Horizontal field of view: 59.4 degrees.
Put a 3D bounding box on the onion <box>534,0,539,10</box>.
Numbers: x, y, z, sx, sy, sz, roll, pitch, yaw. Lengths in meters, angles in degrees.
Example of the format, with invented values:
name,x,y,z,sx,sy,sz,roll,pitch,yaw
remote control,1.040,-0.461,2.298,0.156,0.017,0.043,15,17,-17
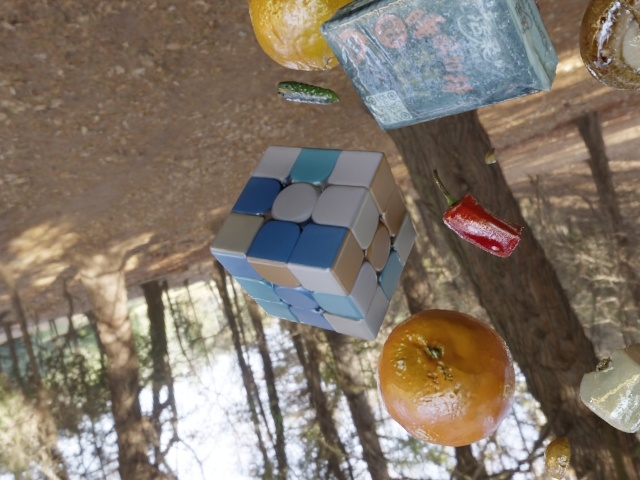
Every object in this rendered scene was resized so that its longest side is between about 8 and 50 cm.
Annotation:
name,x,y,z,sx,sy,sz,roll,pitch,yaw
onion,0.513,-0.641,1.454,0.218,0.195,0.140,26,170,-28

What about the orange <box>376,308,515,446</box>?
name,x,y,z,sx,sy,sz,roll,pitch,yaw
orange,0.366,0.401,1.695,0.424,0.423,0.326,-17,141,19

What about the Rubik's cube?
name,x,y,z,sx,sy,sz,roll,pitch,yaw
Rubik's cube,0.000,0.000,1.411,0.347,0.346,0.344,7,148,30

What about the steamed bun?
name,x,y,z,sx,sy,sz,roll,pitch,yaw
steamed bun,0.806,0.376,1.516,0.170,0.225,0.200,24,-161,2

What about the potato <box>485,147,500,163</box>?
name,x,y,z,sx,sy,sz,roll,pitch,yaw
potato,0.506,-0.253,1.664,0.037,0.036,0.093,-10,-165,29

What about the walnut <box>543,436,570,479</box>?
name,x,y,z,sx,sy,sz,roll,pitch,yaw
walnut,0.654,0.605,1.566,0.052,0.121,0.091,11,-179,4

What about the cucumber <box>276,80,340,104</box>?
name,x,y,z,sx,sy,sz,roll,pitch,yaw
cucumber,-0.039,-0.486,1.856,0.228,0.069,0.069,14,-172,16

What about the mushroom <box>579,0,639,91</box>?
name,x,y,z,sx,sy,sz,roll,pitch,yaw
mushroom,0.767,-0.513,1.266,0.345,0.239,0.345,4,152,2

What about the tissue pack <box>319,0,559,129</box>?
name,x,y,z,sx,sy,sz,roll,pitch,yaw
tissue pack,0.178,-0.305,0.889,0.316,0.228,0.103,-4,-136,46

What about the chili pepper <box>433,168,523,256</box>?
name,x,y,z,sx,sy,sz,roll,pitch,yaw
chili pepper,0.463,-0.072,1.780,0.131,0.338,0.134,-61,174,34

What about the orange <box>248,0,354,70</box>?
name,x,y,z,sx,sy,sz,roll,pitch,yaw
orange,-0.022,-0.596,1.480,0.341,0.293,0.340,-6,-173,1
